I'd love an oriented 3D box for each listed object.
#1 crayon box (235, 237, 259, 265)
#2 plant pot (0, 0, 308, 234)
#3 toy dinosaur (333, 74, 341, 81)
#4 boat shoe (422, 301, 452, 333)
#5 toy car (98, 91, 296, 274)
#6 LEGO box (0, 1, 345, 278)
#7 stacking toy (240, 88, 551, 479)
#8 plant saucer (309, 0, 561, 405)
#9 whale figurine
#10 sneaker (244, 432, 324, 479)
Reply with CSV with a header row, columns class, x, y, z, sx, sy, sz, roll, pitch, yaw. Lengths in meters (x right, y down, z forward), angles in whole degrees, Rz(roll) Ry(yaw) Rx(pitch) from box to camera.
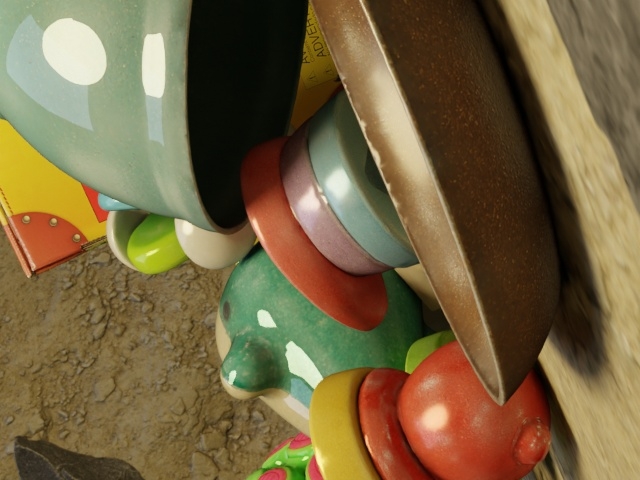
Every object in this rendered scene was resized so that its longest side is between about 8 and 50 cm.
class,x,y,z,sx,sy,sz,roll,pitch,yaw
crayon box,0.000,0.000,1.365,0.081,0.202,0.318,62,-174,-84
plant pot,-0.137,-0.162,0.850,0.293,0.196,0.293,8,-90,-79
toy dinosaur,0.047,-0.118,1.019,0.090,0.047,0.082,-8,-118,-55
boat shoe,0.110,0.134,1.110,0.079,0.095,0.254,77,172,-84
toy car,-0.116,-0.061,1.012,0.159,0.182,0.136,-2,137,49
LEGO box,-0.206,-0.273,1.161,0.193,0.373,0.500,-109,-3,-76
stacking toy,0.093,0.044,0.852,0.279,0.130,0.308,15,-129,-56
plant saucer,0.044,-0.073,0.574,0.310,0.050,0.310,-22,-90,-89
whale figurine,0.026,0.086,0.966,0.272,0.216,0.141,58,138,46
sneaker,0.067,0.299,1.011,0.202,0.185,0.483,54,161,-27
